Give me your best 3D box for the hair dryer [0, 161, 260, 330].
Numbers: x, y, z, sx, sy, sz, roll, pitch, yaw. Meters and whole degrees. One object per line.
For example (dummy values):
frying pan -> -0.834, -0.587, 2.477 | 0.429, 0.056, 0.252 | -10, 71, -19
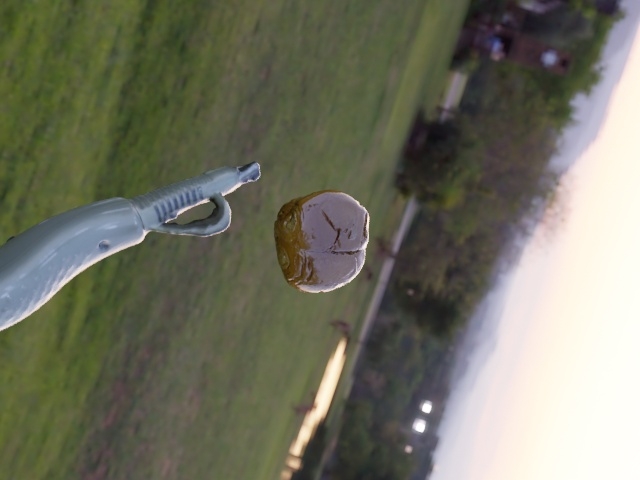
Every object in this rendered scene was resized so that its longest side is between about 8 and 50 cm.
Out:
hair dryer -> -0.143, -0.001, 0.473 | 0.199, 0.167, 0.067 | -46, 151, -33

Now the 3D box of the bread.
bread -> 0.000, 0.000, 1.007 | 0.083, 0.081, 0.046 | -61, -146, 3
